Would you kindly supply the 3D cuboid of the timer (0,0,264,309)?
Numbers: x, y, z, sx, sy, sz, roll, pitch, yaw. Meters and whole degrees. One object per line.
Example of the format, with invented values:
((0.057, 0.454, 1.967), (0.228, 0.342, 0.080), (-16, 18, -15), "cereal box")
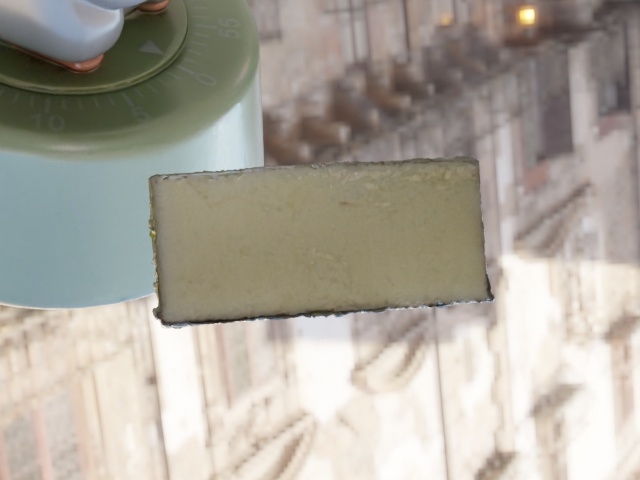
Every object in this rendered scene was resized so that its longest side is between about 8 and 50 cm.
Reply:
((-0.156, -0.162, 0.976), (0.290, 0.315, 0.291), (8, -136, -7), "timer")

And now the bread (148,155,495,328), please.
((0.000, 0.000, 0.695), (0.153, 0.068, 0.028), (-5, 180, -13), "bread")
